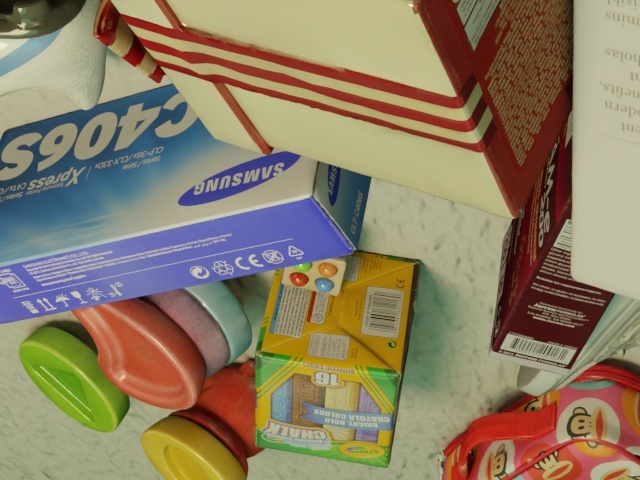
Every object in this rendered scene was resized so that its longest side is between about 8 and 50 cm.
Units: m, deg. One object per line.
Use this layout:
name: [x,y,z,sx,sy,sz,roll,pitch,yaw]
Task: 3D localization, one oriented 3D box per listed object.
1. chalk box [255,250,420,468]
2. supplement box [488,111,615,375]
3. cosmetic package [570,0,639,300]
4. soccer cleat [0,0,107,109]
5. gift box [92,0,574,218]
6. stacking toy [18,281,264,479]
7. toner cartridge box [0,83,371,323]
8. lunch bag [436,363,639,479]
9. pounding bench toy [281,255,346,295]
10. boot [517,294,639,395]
chalk box: [0.012,0.120,1.426,0.132,0.132,0.213,9,142,3]
supplement box: [0.201,-0.012,1.201,0.073,0.130,0.239,14,143,-2]
cosmetic package: [0.270,-0.162,0.816,0.230,0.161,0.453,19,133,29]
soccer cleat: [-0.323,-0.149,1.175,0.331,0.116,0.143,3,142,11]
gift box: [0.018,-0.200,0.863,0.258,0.255,0.276,17,155,30]
stacking toy: [-0.170,0.100,1.515,0.279,0.130,0.309,26,147,27]
toner cartridge box: [-0.125,-0.043,1.221,0.347,0.165,0.075,-12,137,28]
lunch bag: [0.251,0.242,1.531,0.258,0.120,0.293,27,141,-19]
pounding bench toy: [0.000,0.000,1.325,0.052,0.065,0.083,12,143,0]
boot: [0.276,0.077,1.324,0.123,0.095,0.258,25,141,-7]
